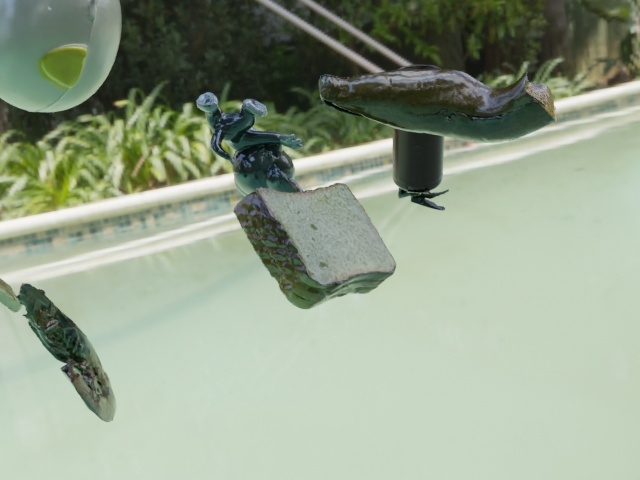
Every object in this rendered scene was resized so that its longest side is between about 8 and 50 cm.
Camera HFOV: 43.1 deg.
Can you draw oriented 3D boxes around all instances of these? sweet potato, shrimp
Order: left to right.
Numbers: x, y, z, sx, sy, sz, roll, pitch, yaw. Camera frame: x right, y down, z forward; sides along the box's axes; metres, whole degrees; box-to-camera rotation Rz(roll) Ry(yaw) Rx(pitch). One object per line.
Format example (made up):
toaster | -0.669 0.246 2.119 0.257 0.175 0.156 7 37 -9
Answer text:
shrimp | -0.347 0.160 1.130 0.052 0.251 0.143 -33 38 -4
sweet potato | 0.141 -0.174 0.980 0.286 0.085 0.112 11 -13 6

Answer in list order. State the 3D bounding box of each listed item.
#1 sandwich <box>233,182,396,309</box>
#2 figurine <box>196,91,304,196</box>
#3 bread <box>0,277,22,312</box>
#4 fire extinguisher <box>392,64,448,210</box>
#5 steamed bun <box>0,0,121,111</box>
sandwich | 0.000 0.000 1.178 0.065 0.186 0.215 -42 -17 34
figurine | -0.130 -0.175 1.568 0.193 0.140 0.265 5 -22 40
bread | -0.581 0.084 1.449 0.028 0.068 0.153 -42 -14 -12
fire extinguisher | 0.179 -0.169 1.439 0.105 0.268 0.104 -2 33 2
steamed bun | -0.603 -0.469 1.788 0.334 0.373 0.334 2 -12 0
